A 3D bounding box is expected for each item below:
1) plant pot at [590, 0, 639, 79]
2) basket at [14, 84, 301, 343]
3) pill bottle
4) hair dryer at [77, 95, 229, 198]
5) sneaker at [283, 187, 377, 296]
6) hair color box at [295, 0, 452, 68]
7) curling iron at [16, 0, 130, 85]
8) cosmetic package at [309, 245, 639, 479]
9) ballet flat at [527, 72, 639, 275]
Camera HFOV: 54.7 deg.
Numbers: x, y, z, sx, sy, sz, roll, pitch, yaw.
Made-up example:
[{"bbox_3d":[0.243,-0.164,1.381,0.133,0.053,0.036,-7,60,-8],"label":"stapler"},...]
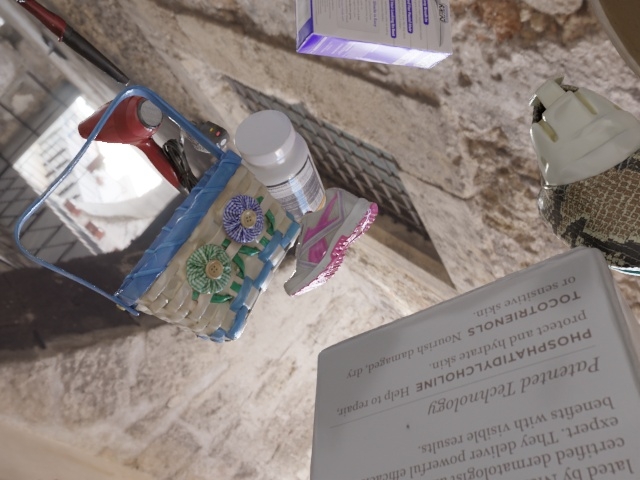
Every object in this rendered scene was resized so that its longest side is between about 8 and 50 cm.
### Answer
[{"bbox_3d":[0.263,-0.178,0.216,0.190,0.284,0.284,-14,-136,-21],"label":"plant pot"},{"bbox_3d":[-0.187,-0.024,0.780,0.255,0.288,0.201,-61,-168,-19],"label":"basket"},{"bbox_3d":[-0.093,-0.162,1.446,0.162,0.278,0.162,-8,-123,12],"label":"pill bottle"},{"bbox_3d":[-0.299,-0.152,1.076,0.293,0.224,0.080,26,-131,8],"label":"hair dryer"},{"bbox_3d":[0.000,0.000,1.227,0.111,0.103,0.252,40,-80,15],"label":"sneaker"},{"bbox_3d":[0.116,-0.493,1.342,0.110,0.338,0.185,163,-74,-67],"label":"hair color box"},{"bbox_3d":[-0.429,-0.341,1.012,0.035,0.274,0.068,-38,-137,14],"label":"curling iron"},{"bbox_3d":[0.205,0.293,0.581,0.327,0.329,0.394,-26,-141,27],"label":"cosmetic package"},{"bbox_3d":[0.331,-0.120,0.786,0.164,0.182,0.483,-30,-168,21],"label":"ballet flat"}]
